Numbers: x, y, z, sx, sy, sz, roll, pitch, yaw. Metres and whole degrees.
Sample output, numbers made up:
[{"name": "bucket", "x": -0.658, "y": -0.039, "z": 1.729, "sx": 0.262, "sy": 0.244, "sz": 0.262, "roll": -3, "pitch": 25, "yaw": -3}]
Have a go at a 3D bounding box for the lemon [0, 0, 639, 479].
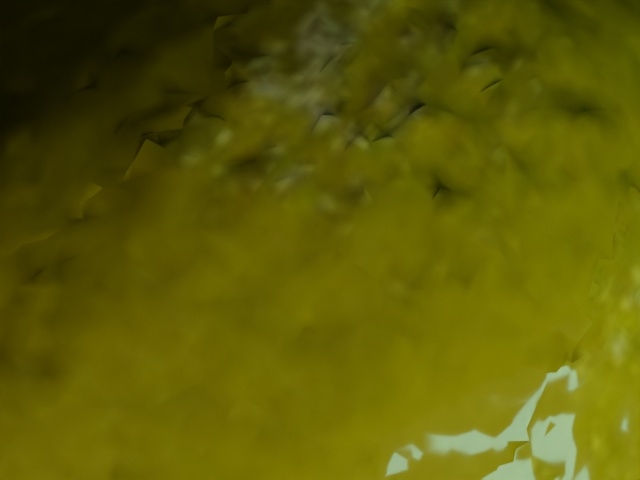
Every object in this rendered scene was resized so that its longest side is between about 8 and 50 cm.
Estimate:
[{"name": "lemon", "x": 0.000, "y": 0.000, "z": 0.609, "sx": 0.364, "sy": 0.364, "sz": 0.364, "roll": -44, "pitch": 164, "yaw": -16}]
